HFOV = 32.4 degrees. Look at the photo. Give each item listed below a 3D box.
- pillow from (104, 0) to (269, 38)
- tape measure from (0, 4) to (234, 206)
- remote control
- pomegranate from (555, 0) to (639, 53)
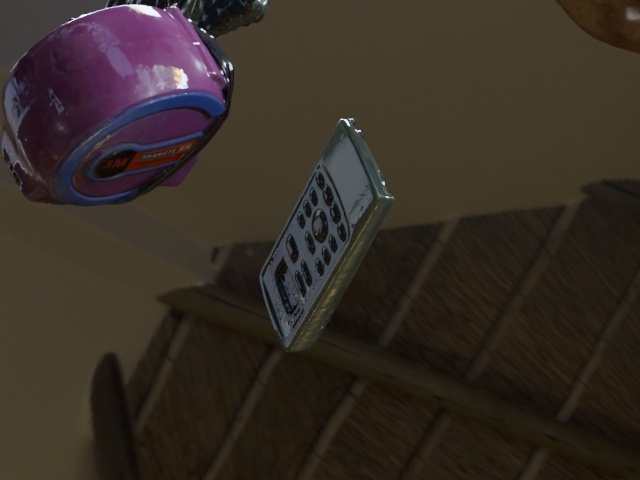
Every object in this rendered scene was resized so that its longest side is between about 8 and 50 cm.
[{"bbox_3d":[-0.116,-0.224,0.913,0.255,0.034,0.189,-19,-124,47],"label":"pillow"},{"bbox_3d":[-0.112,-0.068,0.594,0.074,0.118,0.125,57,-47,17],"label":"tape measure"},{"bbox_3d":[0.000,0.000,1.208,0.123,0.038,0.285,67,-32,31],"label":"remote control"},{"bbox_3d":[0.348,-0.334,1.040,0.322,0.322,0.322,-9,-111,24],"label":"pomegranate"}]
